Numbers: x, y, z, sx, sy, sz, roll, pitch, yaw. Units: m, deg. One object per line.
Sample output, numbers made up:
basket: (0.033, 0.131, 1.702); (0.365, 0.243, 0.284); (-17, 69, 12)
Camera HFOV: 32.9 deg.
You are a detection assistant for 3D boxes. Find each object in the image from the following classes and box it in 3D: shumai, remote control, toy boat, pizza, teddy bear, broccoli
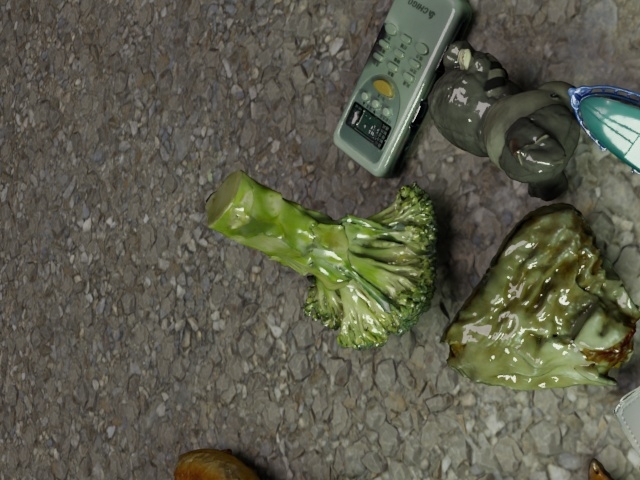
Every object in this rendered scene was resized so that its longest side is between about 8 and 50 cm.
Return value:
shumai: (0.294, 0.094, 1.354); (0.218, 0.189, 0.256); (34, 95, 24)
remote control: (0.122, -0.247, 1.625); (0.140, 0.056, 0.296); (42, 116, 38)
toy boat: (0.378, -0.141, 1.327); (0.175, 0.110, 0.091); (30, 115, -1)
pizza: (-0.149, 0.479, 1.809); (0.335, 0.086, 0.226); (30, 112, 45)
teddy bear: (0.266, -0.145, 1.409); (0.144, 0.171, 0.251); (-43, 48, -5)
broccoli: (0.017, -0.003, 1.503); (0.252, 0.361, 0.221); (-11, 58, 27)

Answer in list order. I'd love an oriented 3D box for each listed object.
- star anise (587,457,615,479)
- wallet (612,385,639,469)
star anise: (0.351, 0.396, 1.284); (0.214, 0.099, 0.220); (24, 83, 41)
wallet: (0.447, 0.249, 1.221); (0.170, 0.069, 0.231); (-43, 51, 23)
